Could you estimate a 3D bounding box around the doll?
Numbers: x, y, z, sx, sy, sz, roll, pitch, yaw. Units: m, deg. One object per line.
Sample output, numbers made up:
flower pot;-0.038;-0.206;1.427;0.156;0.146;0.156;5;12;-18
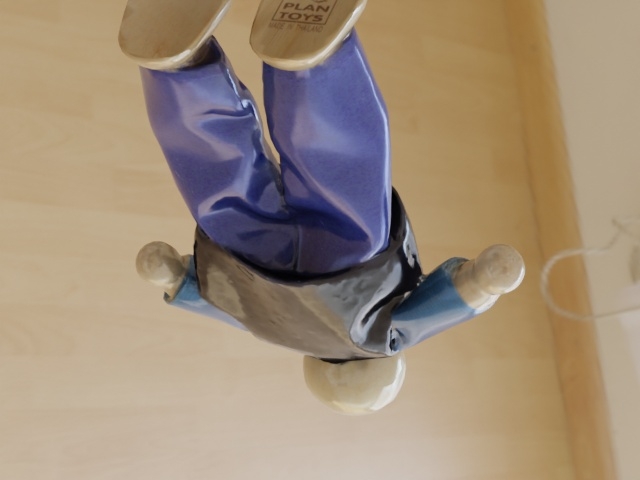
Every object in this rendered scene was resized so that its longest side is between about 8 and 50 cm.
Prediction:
doll;0.000;0.000;0.405;0.189;0.129;0.046;75;24;-49
